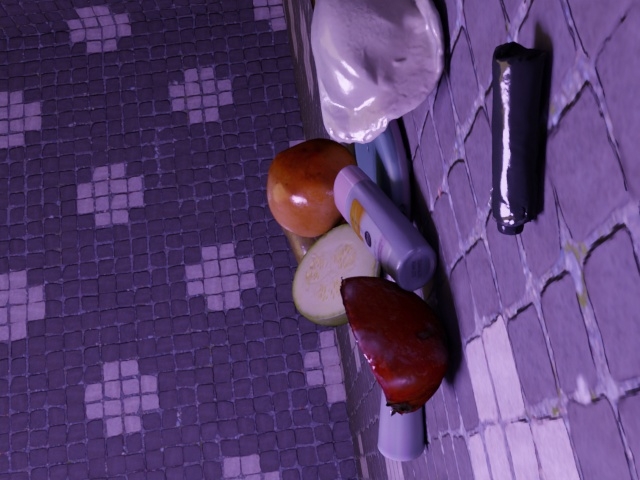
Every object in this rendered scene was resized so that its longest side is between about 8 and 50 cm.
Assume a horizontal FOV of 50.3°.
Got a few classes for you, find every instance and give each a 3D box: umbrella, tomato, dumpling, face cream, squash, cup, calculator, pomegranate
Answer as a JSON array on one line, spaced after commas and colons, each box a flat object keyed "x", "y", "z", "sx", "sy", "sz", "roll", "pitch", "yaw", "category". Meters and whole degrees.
[{"x": 0.130, "y": -0.064, "z": 0.453, "sx": 0.036, "sy": 0.031, "sz": 0.133, "roll": -100, "pitch": 2, "yaw": -60, "category": "umbrella"}, {"x": 0.097, "y": 0.112, "z": 0.816, "sx": 0.189, "sy": 0.099, "sz": 0.173, "roll": 60, "pitch": -171, "yaw": -57, "category": "tomato"}, {"x": 0.060, "y": -0.214, "z": 0.683, "sx": 0.151, "sy": 0.124, "sz": 0.228, "roll": -4, "pitch": 85, "yaw": 49, "category": "dumpling"}, {"x": 0.076, "y": -0.019, "z": 0.871, "sx": 0.198, "sy": 0.057, "sz": 0.084, "roll": -127, "pitch": 25, "yaw": -49, "category": "face cream"}, {"x": 0.023, "y": 0.065, "z": 1.338, "sx": 0.260, "sy": 0.189, "sz": 0.189, "roll": 78, "pitch": -177, "yaw": -74, "category": "squash"}, {"x": 0.131, "y": 0.274, "z": 1.076, "sx": 0.104, "sy": 0.074, "sz": 0.116, "roll": -44, "pitch": -44, "yaw": -58, "category": "cup"}, {"x": 0.085, "y": -0.132, "z": 1.003, "sx": 0.298, "sy": 0.041, "sz": 0.185, "roll": -104, "pitch": 6, "yaw": -48, "category": "calculator"}, {"x": -0.011, "y": -0.114, "z": 1.412, "sx": 0.209, "sy": 0.209, "sz": 0.209, "roll": 172, "pitch": 90, "yaw": -87, "category": "pomegranate"}]

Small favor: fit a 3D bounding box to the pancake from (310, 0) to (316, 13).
[{"x": 0.019, "y": -0.458, "z": 1.398, "sx": 0.305, "sy": 0.067, "sz": 0.426, "roll": -87, "pitch": -10, "yaw": -65, "category": "pancake"}]

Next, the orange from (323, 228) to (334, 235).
[{"x": 0.043, "y": -0.029, "z": 1.682, "sx": 0.095, "sy": 0.085, "sz": 0.085, "roll": 61, "pitch": -177, "yaw": -17, "category": "orange"}]

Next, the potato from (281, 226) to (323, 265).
[{"x": 0.000, "y": 0.000, "z": 1.778, "sx": 0.141, "sy": 0.192, "sz": 0.296, "roll": -25, "pitch": 72, "yaw": 41, "category": "potato"}]
